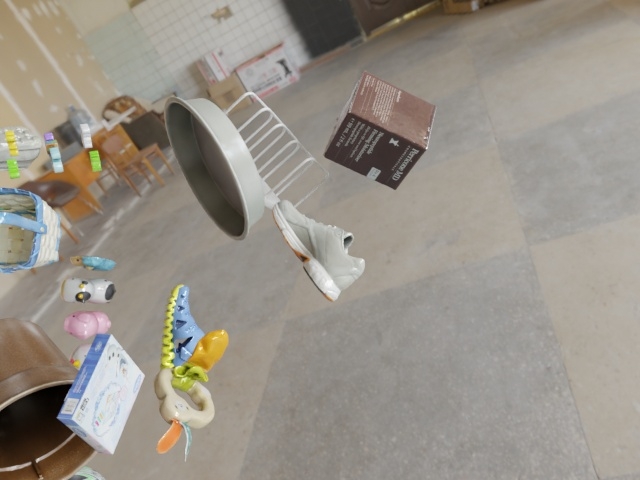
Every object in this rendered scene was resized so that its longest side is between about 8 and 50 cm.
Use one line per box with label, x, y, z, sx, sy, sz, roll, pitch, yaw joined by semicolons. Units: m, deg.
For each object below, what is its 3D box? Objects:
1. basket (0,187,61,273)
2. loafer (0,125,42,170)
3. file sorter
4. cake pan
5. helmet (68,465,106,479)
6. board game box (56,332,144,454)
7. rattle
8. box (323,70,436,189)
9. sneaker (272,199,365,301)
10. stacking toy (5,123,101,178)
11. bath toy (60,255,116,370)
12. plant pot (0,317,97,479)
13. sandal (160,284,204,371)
basket;-0.757;-0.024;1.287;0.255;0.200;0.289;-1;-4;3
loafer;-0.776;-0.187;1.267;0.111;0.112;0.319;-60;-16;24
file sorter;-0.140;-0.229;1.501;0.173;0.277;0.193;-42;-19;5
cake pan;-0.199;-0.139;1.064;0.054;0.293;0.293;-31;23;-24
helmet;-0.535;0.569;1.212;0.162;0.169;0.169;-25;21;-22
board game box;-0.219;0.156;0.571;0.020;0.090;0.090;2;50;13
rattle;-0.204;0.257;0.951;0.143;0.130;0.199;-30;9;0
box;0.144;-0.265;1.368;0.168;0.203;0.167;123;169;-52
sneaker;0.000;0.000;1.165;0.121;0.099;0.262;-35;60;-1
stacking toy;-0.555;-0.179;1.169;0.167;0.052;0.221;-12;35;-24
bath toy;-0.652;0.218;1.587;0.152;0.348;0.129;3;-1;-37
plant pot;-0.363;0.189;0.678;0.167;0.167;0.165;-40;49;-19
sandal;-0.435;0.297;1.791;0.138;0.317;0.126;3;6;-16
